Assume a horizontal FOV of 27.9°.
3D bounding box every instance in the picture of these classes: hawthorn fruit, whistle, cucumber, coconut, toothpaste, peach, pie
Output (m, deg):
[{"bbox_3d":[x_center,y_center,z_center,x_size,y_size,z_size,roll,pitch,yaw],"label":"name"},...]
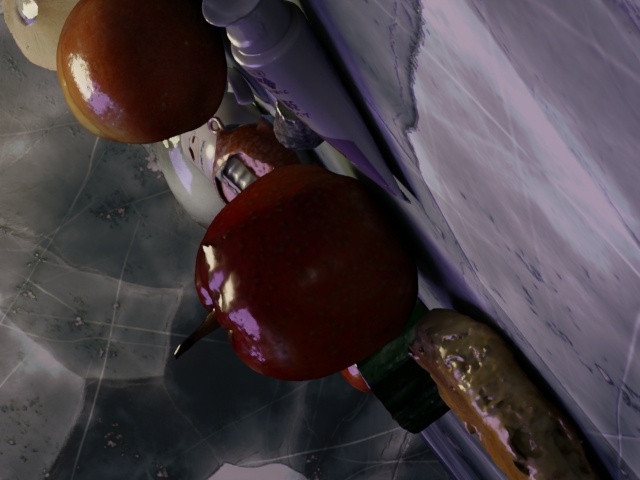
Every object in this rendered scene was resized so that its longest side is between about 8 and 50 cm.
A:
[{"bbox_3d":[-0.042,0.056,1.504,0.254,0.300,0.254,54,173,10],"label":"hawthorn fruit"},{"bbox_3d":[-0.033,-0.050,1.778,0.346,0.142,0.134,45,-160,7],"label":"whistle"},{"bbox_3d":[-0.018,-0.132,1.352,0.064,0.064,0.112,53,172,6],"label":"cucumber"},{"bbox_3d":[-0.423,-0.408,2.190,0.239,0.239,0.244,53,-151,7],"label":"coconut"},{"bbox_3d":[-0.005,-0.138,1.199,0.114,0.073,0.299,50,-178,42],"label":"toothpaste"},{"bbox_3d":[-0.245,-0.249,1.759,0.252,0.252,0.252,53,176,6],"label":"peach"},{"bbox_3d":[0.213,0.210,1.456,0.339,0.083,0.339,51,173,8],"label":"pie"},{"bbox_3d":[0.116,0.162,1.833,0.191,0.130,0.191,56,179,1],"label":"cucumber"}]

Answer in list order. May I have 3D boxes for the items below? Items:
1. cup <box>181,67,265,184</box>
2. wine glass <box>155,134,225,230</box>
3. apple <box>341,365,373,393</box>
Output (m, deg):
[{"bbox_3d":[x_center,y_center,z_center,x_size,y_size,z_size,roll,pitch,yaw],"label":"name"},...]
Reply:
[{"bbox_3d":[-0.116,-0.157,1.938,0.134,0.173,0.142,19,-166,-32],"label":"cup"},{"bbox_3d":[-0.200,-0.177,2.092,0.357,0.190,0.190,55,175,-37],"label":"wine glass"},{"bbox_3d":[0.090,0.166,2.040,0.131,0.146,0.146,61,178,20],"label":"apple"}]
